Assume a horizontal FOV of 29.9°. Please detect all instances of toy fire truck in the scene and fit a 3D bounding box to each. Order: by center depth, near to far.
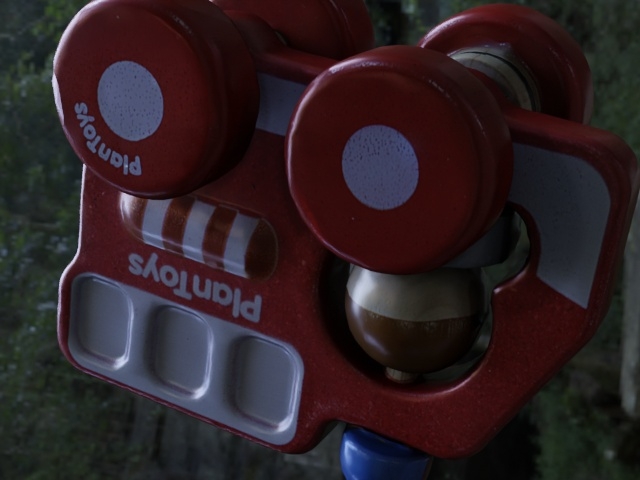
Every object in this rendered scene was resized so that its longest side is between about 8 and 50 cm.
[{"bbox_3d":[0.000,0.000,0.623,0.169,0.302,0.254,-35,-41,-57],"label":"toy fire truck"}]

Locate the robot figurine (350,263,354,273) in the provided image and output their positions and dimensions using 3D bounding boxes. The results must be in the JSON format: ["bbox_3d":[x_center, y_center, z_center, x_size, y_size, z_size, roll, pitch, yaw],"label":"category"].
[{"bbox_3d":[-0.036,0.035,1.367,0.173,0.278,0.209,-14,-89,-65],"label":"robot figurine"}]
